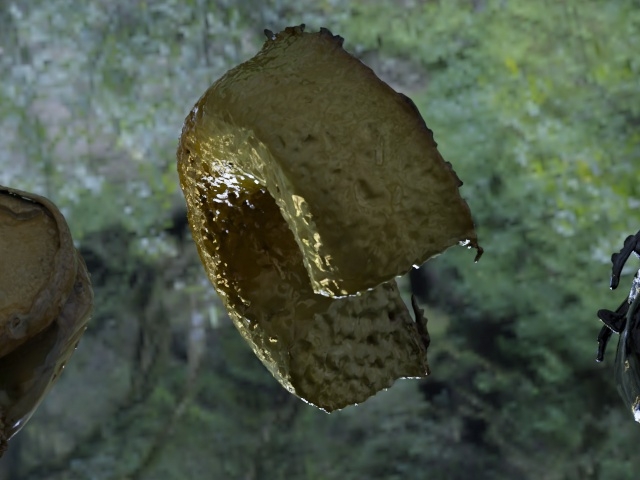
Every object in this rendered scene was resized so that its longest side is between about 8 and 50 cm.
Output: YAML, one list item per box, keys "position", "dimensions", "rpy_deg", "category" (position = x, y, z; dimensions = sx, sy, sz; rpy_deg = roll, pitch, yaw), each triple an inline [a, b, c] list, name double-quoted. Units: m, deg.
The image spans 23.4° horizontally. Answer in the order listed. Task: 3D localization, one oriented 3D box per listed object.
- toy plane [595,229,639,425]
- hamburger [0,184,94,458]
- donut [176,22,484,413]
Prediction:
- position: [0.298, 0.013, 0.979]
  dimensions: [0.382, 0.155, 0.106]
  rpy_deg: [-45, 156, -25]
  category: "toy plane"
- position: [-0.334, 0.066, 1.463]
  dimensions: [0.243, 0.286, 0.146]
  rpy_deg: [-23, 141, -1]
  category: "hamburger"
- position: [-0.007, -0.009, 0.660]
  dimensions: [0.078, 0.146, 0.181]
  rpy_deg: [-32, 161, -19]
  category: "donut"
